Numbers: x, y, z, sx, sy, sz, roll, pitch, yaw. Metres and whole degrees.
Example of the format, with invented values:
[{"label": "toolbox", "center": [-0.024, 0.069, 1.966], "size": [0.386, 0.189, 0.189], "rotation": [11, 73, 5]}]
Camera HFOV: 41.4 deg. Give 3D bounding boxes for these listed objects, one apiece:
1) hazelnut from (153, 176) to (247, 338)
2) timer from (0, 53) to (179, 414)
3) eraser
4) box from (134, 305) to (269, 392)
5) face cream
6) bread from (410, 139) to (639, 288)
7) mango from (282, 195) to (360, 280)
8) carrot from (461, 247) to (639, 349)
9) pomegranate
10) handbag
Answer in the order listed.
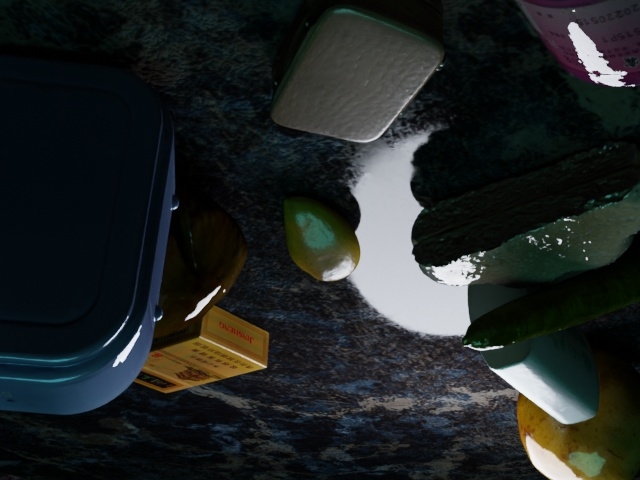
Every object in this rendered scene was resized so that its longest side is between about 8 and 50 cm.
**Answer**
[{"label": "hazelnut", "center": [-0.221, 0.016, 1.114], "size": [0.217, 0.217, 0.251], "rotation": [-25, 166, 39]}, {"label": "timer", "center": [-0.348, -0.014, 0.896], "size": [0.395, 0.395, 0.173], "rotation": [5, 153, -5]}, {"label": "eraser", "center": [0.335, 0.158, 1.320], "size": [0.104, 0.189, 0.290], "rotation": [-20, 144, 28]}, {"label": "box", "center": [-0.253, 0.203, 1.563], "size": [0.274, 0.076, 0.174], "rotation": [-19, 143, 34]}, {"label": "face cream", "center": [0.221, -0.238, 0.643], "size": [0.175, 0.175, 0.195], "rotation": [-17, 147, 31]}, {"label": "bread", "center": [0.292, -0.015, 1.115], "size": [0.337, 0.102, 0.183], "rotation": [-20, 148, 30]}, {"label": "mango", "center": [0.000, 0.000, 1.202], "size": [0.101, 0.066, 0.187], "rotation": [-9, 140, 18]}, {"label": "carrot", "center": [0.341, 0.086, 1.168], "size": [0.359, 0.074, 0.074], "rotation": [-18, 158, -24]}, {"label": "pomegranate", "center": [0.490, 0.329, 1.549], "size": [0.264, 0.264, 0.264], "rotation": [2, 151, 1]}, {"label": "handbag", "center": [0.038, -0.183, 0.863], "size": [0.151, 0.072, 0.193], "rotation": [12, 147, -16]}]
